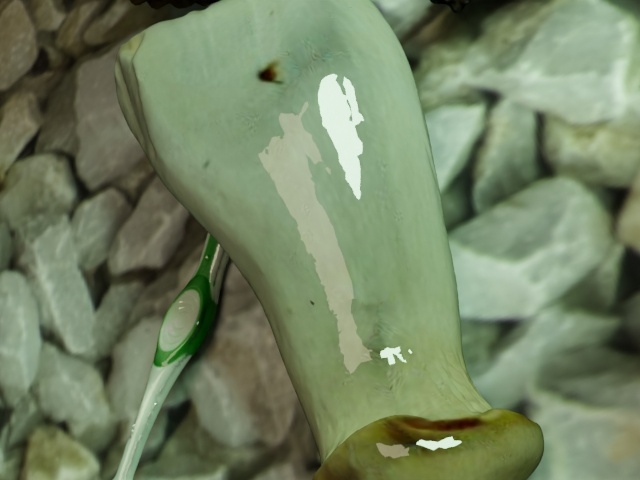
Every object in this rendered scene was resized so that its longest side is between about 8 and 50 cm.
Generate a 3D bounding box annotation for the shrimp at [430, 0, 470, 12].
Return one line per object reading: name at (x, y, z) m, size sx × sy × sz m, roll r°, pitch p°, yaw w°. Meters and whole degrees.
shrimp at (0.149, -0.297, 0.660) m, size 0.365 × 0.071 × 0.233 m, roll -52°, pitch 46°, yaw 3°

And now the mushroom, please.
mushroom at (0.000, 0.000, 0.594) m, size 0.159 × 0.122 × 0.328 m, roll -33°, pitch 61°, yaw 24°

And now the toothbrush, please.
toothbrush at (-0.077, 0.041, 0.667) m, size 0.030 × 0.030 × 0.303 m, roll 10°, pitch 76°, yaw 32°

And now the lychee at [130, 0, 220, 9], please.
lychee at (-0.096, -0.249, 0.676) m, size 0.272 × 0.271 × 0.271 m, roll -11°, pitch 66°, yaw 26°
